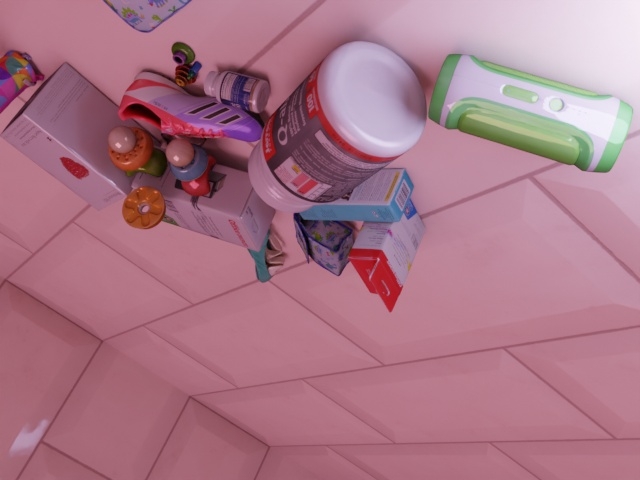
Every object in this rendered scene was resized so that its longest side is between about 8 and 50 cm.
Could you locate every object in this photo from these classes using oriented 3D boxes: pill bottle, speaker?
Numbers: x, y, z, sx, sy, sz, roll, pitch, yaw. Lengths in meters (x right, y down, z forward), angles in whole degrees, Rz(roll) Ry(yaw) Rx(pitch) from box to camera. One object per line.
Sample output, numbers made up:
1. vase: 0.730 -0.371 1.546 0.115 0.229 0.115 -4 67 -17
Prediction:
1. pill bottle: -0.167 -0.298 1.473 0.120 0.067 0.067 18 149 15
2. pill bottle: 0.013 -0.187 1.365 0.210 0.210 0.363 34 149 -15
3. speaker: 0.329 -0.203 1.182 0.296 0.131 0.131 19 150 11

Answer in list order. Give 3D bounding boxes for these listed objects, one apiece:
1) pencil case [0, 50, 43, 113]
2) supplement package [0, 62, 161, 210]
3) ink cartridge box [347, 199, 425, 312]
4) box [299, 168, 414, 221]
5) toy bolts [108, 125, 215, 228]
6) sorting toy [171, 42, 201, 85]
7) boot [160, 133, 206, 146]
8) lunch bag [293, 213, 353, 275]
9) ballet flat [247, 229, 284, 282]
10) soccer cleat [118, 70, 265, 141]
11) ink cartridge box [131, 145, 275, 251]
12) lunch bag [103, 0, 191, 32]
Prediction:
1. pencil case: -0.758 -0.339 1.712 0.104 0.236 0.104 26 148 17
2. supplement package: -0.567 -0.239 1.770 0.293 0.175 0.177 41 146 -25
3. ink cartridge box: 0.137 0.023 1.582 0.078 0.231 0.134 4 143 34
4. box: 0.067 -0.096 1.580 0.244 0.101 0.060 3 144 35
5. toy bolts: -0.358 -0.148 1.621 0.228 0.218 0.158 -2 162 10
6. sorting toy: -0.277 -0.348 1.505 0.061 0.042 0.102 18 149 14
7. boot: -0.322 -0.238 1.719 0.087 0.042 0.118 39 148 -18
8. lunch bag: 0.000 0.000 1.802 0.151 0.096 0.129 31 156 20
9. ballet flat: -0.142 0.044 1.992 0.087 0.083 0.247 3 148 11
10. soccer cleat: -0.271 -0.257 1.570 0.318 0.116 0.109 21 150 9
11. ink cartridge box: -0.273 -0.097 1.791 0.289 0.122 0.211 17 161 14
12. lunch bag: -0.304 -0.471 1.282 0.176 0.090 0.219 41 147 -27
